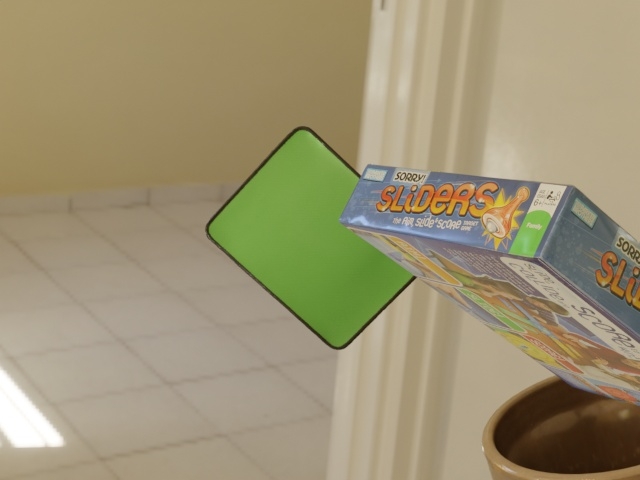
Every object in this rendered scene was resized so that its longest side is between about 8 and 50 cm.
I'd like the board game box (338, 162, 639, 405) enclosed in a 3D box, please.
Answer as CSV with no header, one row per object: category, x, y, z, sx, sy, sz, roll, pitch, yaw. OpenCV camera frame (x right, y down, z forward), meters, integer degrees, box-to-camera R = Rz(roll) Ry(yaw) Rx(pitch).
board game box,0.122,0.031,0.585,0.201,0.035,0.136,35,-13,-35

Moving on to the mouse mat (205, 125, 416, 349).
mouse mat,0.000,0.000,1.195,0.189,0.152,0.007,43,14,-6

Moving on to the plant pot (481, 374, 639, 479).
plant pot,0.321,0.283,1.293,0.263,0.229,0.263,-14,16,4
